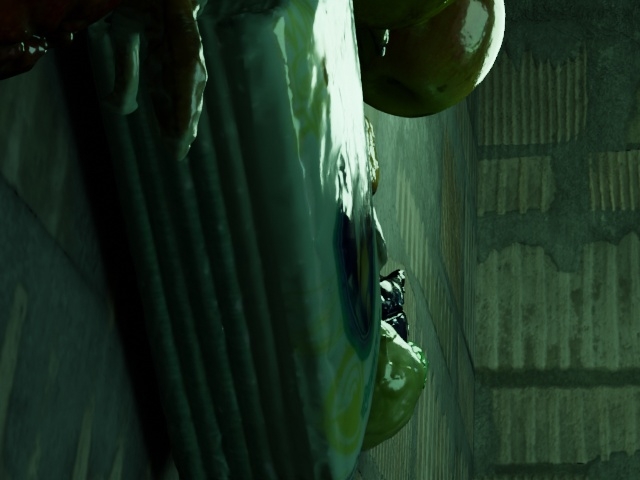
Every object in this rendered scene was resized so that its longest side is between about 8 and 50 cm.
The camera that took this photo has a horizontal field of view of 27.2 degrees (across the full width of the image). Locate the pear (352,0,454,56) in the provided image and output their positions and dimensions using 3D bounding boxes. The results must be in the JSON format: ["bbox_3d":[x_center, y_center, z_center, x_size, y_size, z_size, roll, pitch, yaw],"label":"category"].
[{"bbox_3d":[0.091,-0.386,1.494,0.287,0.287,0.375,-69,168,-61],"label":"pear"}]

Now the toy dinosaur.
[{"bbox_3d":[-0.119,-0.213,0.734,0.205,0.092,0.392,141,-59,-70],"label":"toy dinosaur"}]

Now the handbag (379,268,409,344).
[{"bbox_3d":[0.051,0.108,1.562,0.260,0.113,0.162,-18,110,-78],"label":"handbag"}]

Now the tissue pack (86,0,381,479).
[{"bbox_3d":[-0.048,-0.031,1.015,0.287,0.162,0.388,-75,160,-62],"label":"tissue pack"}]

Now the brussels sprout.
[{"bbox_3d":[0.021,0.151,1.355,0.122,0.149,0.151,-26,99,-59],"label":"brussels sprout"}]

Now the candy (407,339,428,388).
[{"bbox_3d":[0.072,0.201,1.759,0.323,0.097,0.097,-25,113,-69],"label":"candy"}]

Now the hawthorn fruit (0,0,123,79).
[{"bbox_3d":[-0.159,-0.169,0.580,0.157,0.157,0.194,-3,73,-78],"label":"hawthorn fruit"}]

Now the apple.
[{"bbox_3d":[0.121,-0.287,1.790,0.246,0.246,0.226,54,55,-69],"label":"apple"}]

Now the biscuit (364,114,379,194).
[{"bbox_3d":[0.045,-0.121,1.767,0.247,0.029,0.118,20,62,-77],"label":"biscuit"}]

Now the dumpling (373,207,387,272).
[{"bbox_3d":[0.000,0.000,1.308,0.108,0.127,0.188,-99,-178,-84],"label":"dumpling"}]
